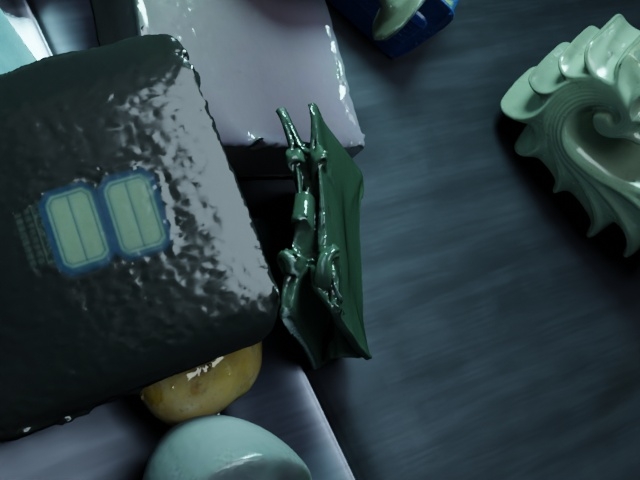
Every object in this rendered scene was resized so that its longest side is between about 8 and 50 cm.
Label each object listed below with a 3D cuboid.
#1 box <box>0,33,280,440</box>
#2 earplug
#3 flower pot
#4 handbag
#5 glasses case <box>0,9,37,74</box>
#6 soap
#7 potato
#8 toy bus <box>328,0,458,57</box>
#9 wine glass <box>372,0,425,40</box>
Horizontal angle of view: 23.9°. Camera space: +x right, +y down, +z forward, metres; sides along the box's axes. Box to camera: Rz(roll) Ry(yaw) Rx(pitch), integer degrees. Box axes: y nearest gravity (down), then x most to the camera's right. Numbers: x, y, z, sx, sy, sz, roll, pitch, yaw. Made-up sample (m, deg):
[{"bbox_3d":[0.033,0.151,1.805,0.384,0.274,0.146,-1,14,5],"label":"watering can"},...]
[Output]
[{"bbox_3d":[-0.247,-0.010,1.552,0.350,0.091,0.359,-20,85,-12],"label":"box"},{"bbox_3d":[-0.087,0.340,1.554,0.214,0.175,0.326,-8,85,-33],"label":"earplug"},{"bbox_3d":[0.439,-0.120,2.094,0.367,0.254,0.164,51,49,-10],"label":"flower pot"},{"bbox_3d":[0.002,0.000,1.720,0.079,0.260,0.248,-6,70,8],"label":"handbag"},{"bbox_3d":[-0.336,-0.155,1.659,0.266,0.056,0.105,55,24,-4],"label":"glasses case"},{"bbox_3d":[-0.113,-0.222,1.813,0.296,0.107,0.286,1,70,-38],"label":"soap"},{"bbox_3d":[-0.130,0.130,1.642,0.178,0.109,0.119,-39,118,-36],"label":"potato"},{"bbox_3d":[0.061,-0.405,2.008,0.287,0.138,0.175,40,50,-17],"label":"toy bus"},{"bbox_3d":[0.014,-0.351,1.826,0.241,0.126,0.126,34,53,-20],"label":"wine glass"}]
